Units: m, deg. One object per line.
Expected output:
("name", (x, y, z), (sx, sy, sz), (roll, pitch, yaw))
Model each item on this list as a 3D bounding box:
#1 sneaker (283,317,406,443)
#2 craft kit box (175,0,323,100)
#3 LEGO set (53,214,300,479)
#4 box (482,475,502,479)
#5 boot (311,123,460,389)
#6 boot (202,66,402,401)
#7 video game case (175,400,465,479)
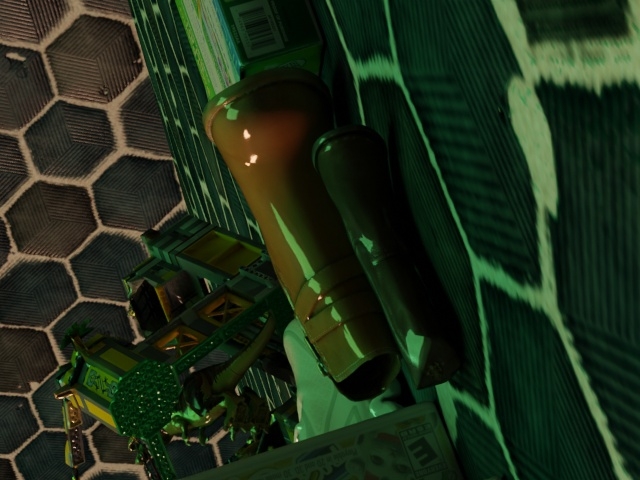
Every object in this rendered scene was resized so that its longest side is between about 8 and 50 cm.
("sneaker", (0.017, 0.167, 0.936), (0.110, 0.118, 0.292), (79, 172, -54))
("craft kit box", (-0.067, -0.184, 0.954), (0.246, 0.061, 0.250), (112, 139, -75))
("LEGO set", (-0.108, 0.140, 1.236), (0.192, 0.255, 0.331), (21, 147, 46))
("box", (0.054, 0.221, 0.726), (0.091, 0.130, 0.170), (92, 160, -70))
("boot", (0.035, 0.011, 0.725), (0.106, 0.037, 0.114), (58, -169, -60))
("boot", (0.000, 0.000, 0.843), (0.197, 0.073, 0.152), (59, -170, -66))
("video game case", (-0.008, 0.213, 0.790), (0.026, 0.227, 0.206), (108, 143, -66))
